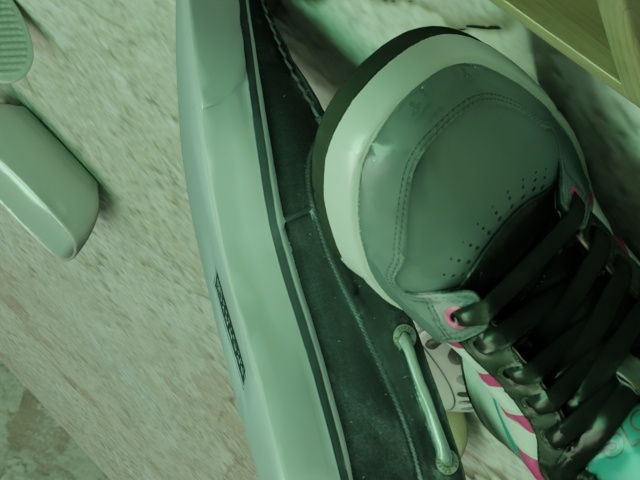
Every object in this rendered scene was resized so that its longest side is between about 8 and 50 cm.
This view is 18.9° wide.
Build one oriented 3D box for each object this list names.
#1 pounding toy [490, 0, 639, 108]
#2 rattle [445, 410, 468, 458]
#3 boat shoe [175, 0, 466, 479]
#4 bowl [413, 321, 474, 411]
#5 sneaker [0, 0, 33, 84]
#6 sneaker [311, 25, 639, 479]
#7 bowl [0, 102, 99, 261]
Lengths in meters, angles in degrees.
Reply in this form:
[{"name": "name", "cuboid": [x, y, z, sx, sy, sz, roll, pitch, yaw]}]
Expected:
[{"name": "pounding toy", "cuboid": [0.077, -0.119, 0.499, 0.130, 0.100, 0.141, 39, 175, 24]}, {"name": "rattle", "cuboid": [0.035, 0.071, 1.212, 0.130, 0.142, 0.199, 10, 139, 9]}, {"name": "boat shoe", "cuboid": [0.000, 0.000, 0.891, 0.108, 0.102, 0.301, 103, 155, -64]}, {"name": "bowl", "cuboid": [0.046, 0.035, 0.985, 0.170, 0.080, 0.170, 41, 165, 14]}, {"name": "sneaker", "cuboid": [-0.246, -0.158, 1.326, 0.134, 0.051, 0.070, 48, 167, 4]}, {"name": "sneaker", "cuboid": [0.113, 0.051, 0.747, 0.178, 0.124, 0.295, 40, 173, 39]}, {"name": "bowl", "cuboid": [-0.232, -0.053, 1.560, 0.142, 0.053, 0.142, 47, 165, -3]}]
